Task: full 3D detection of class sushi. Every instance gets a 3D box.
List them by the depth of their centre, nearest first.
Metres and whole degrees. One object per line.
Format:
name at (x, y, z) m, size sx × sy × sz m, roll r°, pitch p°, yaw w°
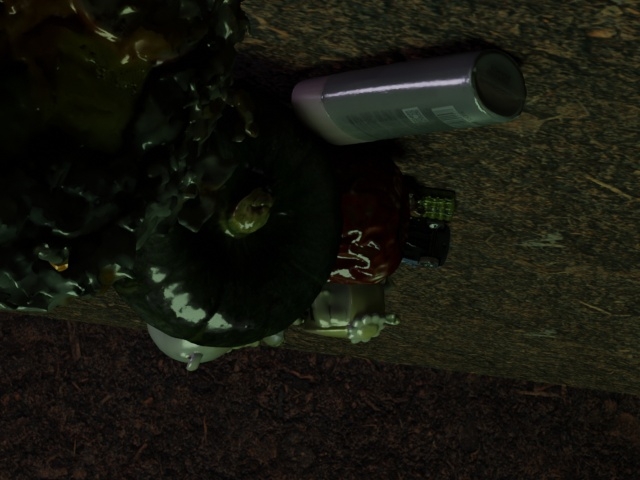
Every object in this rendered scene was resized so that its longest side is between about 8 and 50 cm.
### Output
sushi at (-0.239, -0.143, 1.170) m, size 0.417 × 0.417 × 0.176 m, roll 12°, pitch 173°, yaw -15°

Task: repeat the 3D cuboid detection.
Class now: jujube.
jujube at (-0.005, -0.040, 1.938) m, size 0.232 × 0.213 × 0.213 m, roll 1°, pitch 166°, yaw 13°

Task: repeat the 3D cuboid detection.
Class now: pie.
pie at (0.091, -0.056, 2.138) m, size 0.092 × 0.034 × 0.170 m, roll 28°, pitch 166°, yaw -30°

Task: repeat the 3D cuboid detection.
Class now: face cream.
face cream at (0.090, -0.150, 1.630) m, size 0.107 × 0.073 × 0.269 m, roll 31°, pitch 157°, yaw -36°

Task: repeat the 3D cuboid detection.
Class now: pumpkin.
pumpkin at (-0.111, -0.023, 1.728) m, size 0.300 × 0.300 × 0.207 m, roll 15°, pitch -178°, yaw -25°

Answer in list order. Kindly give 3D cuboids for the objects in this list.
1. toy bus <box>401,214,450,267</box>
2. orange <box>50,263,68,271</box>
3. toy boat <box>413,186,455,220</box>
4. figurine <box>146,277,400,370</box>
toy bus at (0.108, -0.006, 2.286) m, size 0.167 × 0.073 × 0.076 m, roll 14°, pitch 165°, yaw -14°
orange at (-0.359, -0.022, 2.302) m, size 0.219 × 0.193 × 0.219 m, roll 11°, pitch 151°, yaw 6°
toy boat at (0.160, -0.052, 2.165) m, size 0.063 × 0.016 × 0.115 m, roll 8°, pitch 168°, yaw 6°
figurine at (-0.075, 0.105, 2.367) m, size 0.394 × 0.227 × 0.274 m, roll -2°, pitch 153°, yaw -7°
